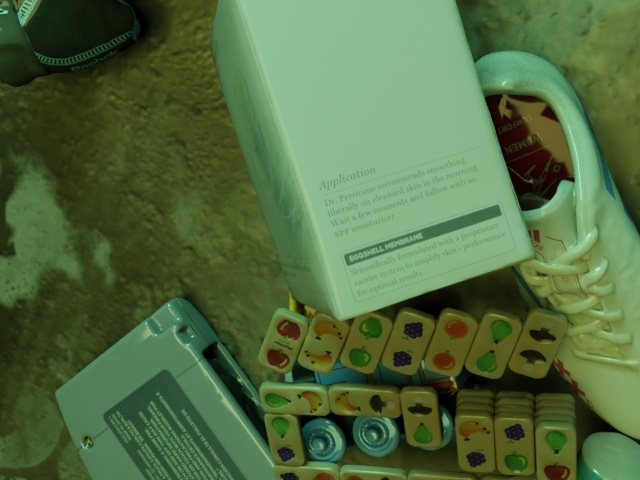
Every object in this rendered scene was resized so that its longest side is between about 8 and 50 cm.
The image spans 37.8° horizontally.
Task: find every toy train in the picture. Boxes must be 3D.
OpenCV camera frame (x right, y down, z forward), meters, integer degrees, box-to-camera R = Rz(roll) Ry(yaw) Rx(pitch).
[{"bbox_3d":[0.049,0.128,0.806,0.184,0.080,0.105,-14,90,23],"label":"toy train"}]

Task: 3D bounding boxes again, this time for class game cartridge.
[{"bbox_3d":[-0.120,0.225,0.908,0.198,0.062,0.297,-37,88,29],"label":"game cartridge"}]

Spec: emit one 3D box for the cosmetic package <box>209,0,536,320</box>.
[{"bbox_3d":[0.020,-0.075,0.663,0.138,0.224,0.224,-17,92,-9],"label":"cosmetic package"}]

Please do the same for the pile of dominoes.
[{"bbox_3d":[0.067,0.140,0.720,0.251,0.040,0.196,0,122,15],"label":"pile of dominoes"}]

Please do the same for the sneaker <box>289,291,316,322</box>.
[{"bbox_3d":[0.000,0.000,0.798,0.064,0.067,0.175,1,101,23],"label":"sneaker"}]

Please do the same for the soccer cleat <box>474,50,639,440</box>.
[{"bbox_3d":[0.183,0.018,0.688,0.116,0.143,0.331,-26,93,25],"label":"soccer cleat"}]

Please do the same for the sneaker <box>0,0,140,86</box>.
[{"bbox_3d":[-0.253,-0.312,0.814,0.140,0.125,0.340,-13,96,-3],"label":"sneaker"}]

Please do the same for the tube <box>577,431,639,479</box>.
[{"bbox_3d":[0.215,0.246,0.767,0.080,0.052,0.207,23,129,20],"label":"tube"}]
